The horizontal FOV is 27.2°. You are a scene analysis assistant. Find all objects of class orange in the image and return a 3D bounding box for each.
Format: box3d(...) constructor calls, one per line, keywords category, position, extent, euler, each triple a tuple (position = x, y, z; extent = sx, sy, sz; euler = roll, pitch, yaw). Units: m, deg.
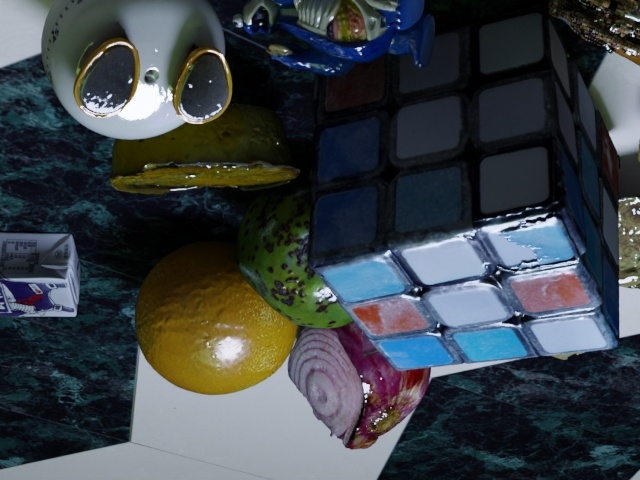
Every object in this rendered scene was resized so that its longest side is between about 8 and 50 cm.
box3d(category="orange", position=(-0.173, 0.130, 2.211), extent=(0.274, 0.274, 0.274), euler=(0, 149, 0))

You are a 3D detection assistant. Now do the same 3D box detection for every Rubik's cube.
box3d(category="Rubik's cube", position=(0.205, -0.051, 1.811), extent=(0.363, 0.362, 0.359), euler=(-13, 146, 23))

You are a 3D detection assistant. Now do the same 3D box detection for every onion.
box3d(category="onion", position=(0.090, 0.234, 2.433), extent=(0.230, 0.272, 0.256), euler=(-10, 165, -35))

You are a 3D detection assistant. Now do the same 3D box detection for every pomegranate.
box3d(category="pomegranate", position=(0.000, 0.000, 2.040), extent=(0.254, 0.270, 0.254), euler=(14, -178, -1))

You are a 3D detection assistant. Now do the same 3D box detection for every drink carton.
box3d(category="drink carton", position=(-0.526, 0.058, 2.255), extent=(0.222, 0.101, 0.134), euler=(0, 146, -3))

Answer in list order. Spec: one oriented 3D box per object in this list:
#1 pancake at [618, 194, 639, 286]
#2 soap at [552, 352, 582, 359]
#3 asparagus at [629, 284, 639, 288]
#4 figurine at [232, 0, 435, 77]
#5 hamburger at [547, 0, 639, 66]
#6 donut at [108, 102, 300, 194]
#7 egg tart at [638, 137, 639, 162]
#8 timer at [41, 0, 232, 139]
box3d(category="pancake", position=(0.442, -0.006, 2.022), extent=(0.235, 0.029, 0.212), euler=(-4, 130, 11))
box3d(category="soap", position=(0.426, 0.125, 2.364), extent=(0.160, 0.080, 0.257), euler=(-3, 148, 6))
box3d(category="asparagus", position=(0.638, 0.086, 2.349), extent=(0.236, 0.027, 0.034), euler=(10, 137, -16))
box3d(category="figurine", position=(0.017, -0.289, 1.676), extent=(0.262, 0.120, 0.164), euler=(14, 143, 11))
box3d(category="hamburger", position=(0.386, -0.274, 1.618), extent=(0.231, 0.231, 0.106), euler=(15, 116, -22))
box3d(category="donut", position=(-0.168, -0.130, 1.864), extent=(0.272, 0.107, 0.272), euler=(-5, 174, -1))
box3d(category="egg tart", position=(0.585, -0.162, 1.888), extent=(0.279, 0.095, 0.279), euler=(-4, 149, -3))
box3d(category="timer", position=(-0.245, -0.250, 1.695), extent=(0.234, 0.240, 0.233), euler=(-14, 129, -18))
